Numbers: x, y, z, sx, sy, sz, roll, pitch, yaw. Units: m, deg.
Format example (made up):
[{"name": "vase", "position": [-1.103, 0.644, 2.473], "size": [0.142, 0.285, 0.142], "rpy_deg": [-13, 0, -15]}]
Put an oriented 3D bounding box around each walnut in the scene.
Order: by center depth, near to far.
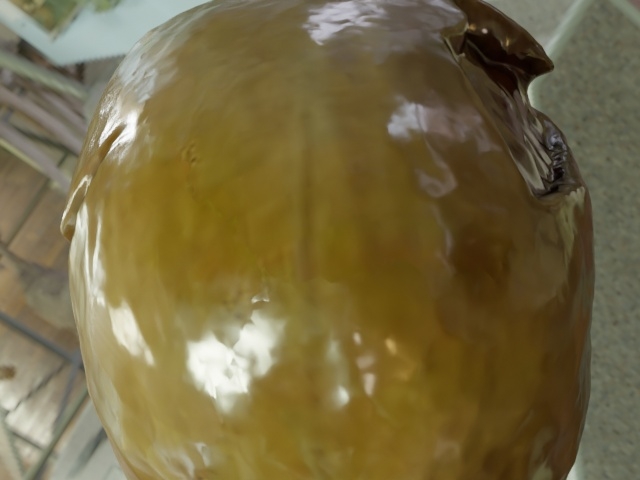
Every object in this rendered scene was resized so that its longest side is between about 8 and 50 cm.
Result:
[{"name": "walnut", "position": [0.000, 0.000, 0.481], "size": [0.203, 0.203, 0.298], "rpy_deg": [-46, 25, 18]}]
